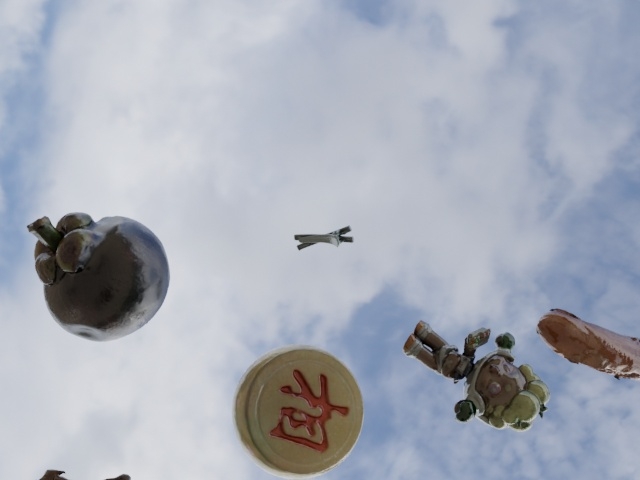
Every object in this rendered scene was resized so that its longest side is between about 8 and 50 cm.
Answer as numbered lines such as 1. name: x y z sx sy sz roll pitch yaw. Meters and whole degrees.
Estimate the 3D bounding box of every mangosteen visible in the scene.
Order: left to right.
1. mangosteen: -0.224 0.027 0.820 0.137 0.151 0.137 -31 -145 25

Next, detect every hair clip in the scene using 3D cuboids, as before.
1. hair clip: 0.000 -0.001 1.419 0.115 0.039 0.030 -8 -82 38

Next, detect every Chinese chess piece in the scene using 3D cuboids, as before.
1. Chinese chess piece: -0.020 0.156 0.757 0.051 0.122 0.122 145 -64 -69

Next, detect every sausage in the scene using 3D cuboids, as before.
1. sausage: 0.444 0.170 1.232 0.078 0.304 0.078 -39 -140 43

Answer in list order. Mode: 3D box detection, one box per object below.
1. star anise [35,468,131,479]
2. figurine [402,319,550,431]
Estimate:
1. star anise: -0.193 0.234 0.453 0.148 0.237 0.346 32 -39 -4
2. figurine: 0.203 0.172 1.073 0.197 0.147 0.093 36 -30 5
